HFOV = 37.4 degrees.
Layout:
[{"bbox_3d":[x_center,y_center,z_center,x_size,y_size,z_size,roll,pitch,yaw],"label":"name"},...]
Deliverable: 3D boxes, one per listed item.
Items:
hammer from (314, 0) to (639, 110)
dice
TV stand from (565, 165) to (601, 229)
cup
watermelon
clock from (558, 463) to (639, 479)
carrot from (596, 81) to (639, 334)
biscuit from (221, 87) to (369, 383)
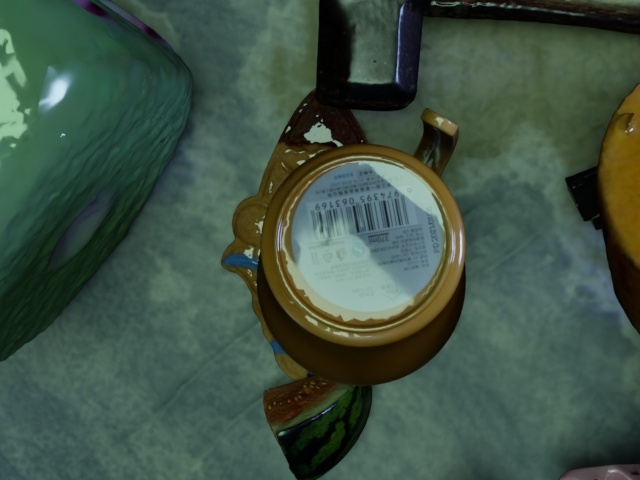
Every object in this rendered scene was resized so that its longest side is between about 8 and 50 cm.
[{"bbox_3d":[0.196,-0.216,0.790,0.408,0.095,0.243,6,91,4],"label":"hammer"},{"bbox_3d":[-0.321,-0.099,0.760,0.330,0.322,0.318,36,98,3],"label":"dice"},{"bbox_3d":[0.336,-0.072,0.803,0.249,0.036,0.042,-20,126,9],"label":"TV stand"},{"bbox_3d":[0.043,0.000,0.725,0.182,0.264,0.226,29,84,6],"label":"cup"},{"bbox_3d":[-0.018,0.170,0.856,0.094,0.125,0.135,30,131,18],"label":"watermelon"},{"bbox_3d":[0.300,0.282,0.774,0.193,0.100,0.196,0,65,2],"label":"clock"},{"bbox_3d":[0.346,-0.039,0.703,0.258,0.100,0.307,35,74,26],"label":"carrot"},{"bbox_3d":[0.000,0.000,0.868,0.183,0.043,0.280,4,98,5],"label":"biscuit"}]
